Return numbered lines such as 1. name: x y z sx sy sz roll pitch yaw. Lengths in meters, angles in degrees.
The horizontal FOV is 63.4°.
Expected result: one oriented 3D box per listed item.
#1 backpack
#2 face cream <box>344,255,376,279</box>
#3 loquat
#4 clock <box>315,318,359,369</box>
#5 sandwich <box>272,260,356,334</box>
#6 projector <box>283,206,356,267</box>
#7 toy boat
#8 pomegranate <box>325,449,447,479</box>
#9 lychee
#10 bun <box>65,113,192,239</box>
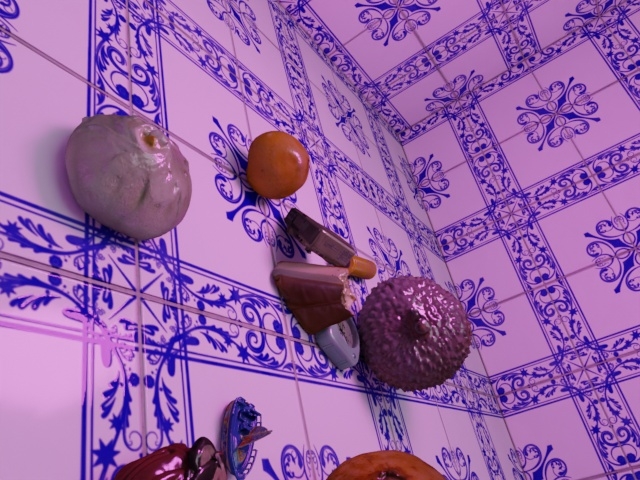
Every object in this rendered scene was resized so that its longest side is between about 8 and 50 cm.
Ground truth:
1. backpack: -0.235 0.414 0.776 0.229 0.138 0.230 27 60 -60
2. face cream: 0.118 0.092 1.913 0.273 0.078 0.078 19 48 -57
3. loquat: -0.133 -0.232 1.588 0.208 0.208 0.208 46 28 -34
4. clock: 0.060 0.281 1.603 0.159 0.065 0.211 54 24 -20
5. sandwich: -0.008 0.132 1.477 0.220 0.186 0.108 56 22 -14
6. projector: 0.000 0.000 1.590 0.193 0.088 0.269 33 3 -26
7. toy boat: -0.141 0.387 1.022 0.091 0.110 0.175 46 30 -32
8. pomegranate: 0.139 0.645 1.051 0.410 0.409 0.410 46 28 -34
9. lychee: 0.302 0.301 1.709 0.432 0.379 0.381 78 -7 -72
10. bun: -0.361 -0.147 1.056 0.283 0.179 0.283 50 24 -32
